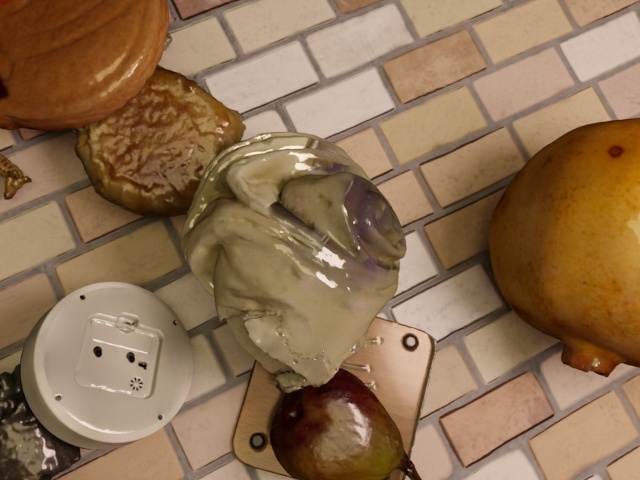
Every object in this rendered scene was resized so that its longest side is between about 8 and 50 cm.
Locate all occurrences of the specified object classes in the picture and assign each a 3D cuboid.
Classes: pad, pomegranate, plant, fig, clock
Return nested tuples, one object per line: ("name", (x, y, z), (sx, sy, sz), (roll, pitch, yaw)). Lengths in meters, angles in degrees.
("pad", (0.026, 0.251, 1.014), (0.286, 0.018, 0.284), (17, 78, -3))
("pomegranate", (0.462, 0.022, 0.942), (0.417, 0.416, 0.416), (1, 79, -8))
("plant", (-0.438, 0.265, 0.891), (0.132, 0.129, 0.194), (-35, 89, -15))
("fig", (0.061, 0.309, 0.936), (0.274, 0.145, 0.170), (34, 79, -12))
("clock", (-0.298, 0.175, 0.895), (0.230, 0.083, 0.230), (22, 53, -33))

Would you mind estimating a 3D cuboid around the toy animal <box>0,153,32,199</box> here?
("toy animal", (-0.591, -0.154, 0.988), (0.275, 0.054, 0.149), (9, 81, -7))

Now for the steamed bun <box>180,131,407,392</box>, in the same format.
("steamed bun", (0.000, 0.000, 0.884), (0.347, 0.237, 0.394), (7, 59, -40))

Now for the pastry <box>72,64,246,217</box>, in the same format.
("pastry", (-0.257, -0.150, 1.000), (0.257, 0.121, 0.235), (32, 81, -3))

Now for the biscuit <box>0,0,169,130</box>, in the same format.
("biscuit", (-0.399, -0.382, 0.983), (0.350, 0.078, 0.455), (-21, 68, 1))

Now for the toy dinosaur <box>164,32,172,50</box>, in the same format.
("toy dinosaur", (-0.385, -0.321, 1.033), (0.162, 0.077, 0.294), (44, 77, 5))
